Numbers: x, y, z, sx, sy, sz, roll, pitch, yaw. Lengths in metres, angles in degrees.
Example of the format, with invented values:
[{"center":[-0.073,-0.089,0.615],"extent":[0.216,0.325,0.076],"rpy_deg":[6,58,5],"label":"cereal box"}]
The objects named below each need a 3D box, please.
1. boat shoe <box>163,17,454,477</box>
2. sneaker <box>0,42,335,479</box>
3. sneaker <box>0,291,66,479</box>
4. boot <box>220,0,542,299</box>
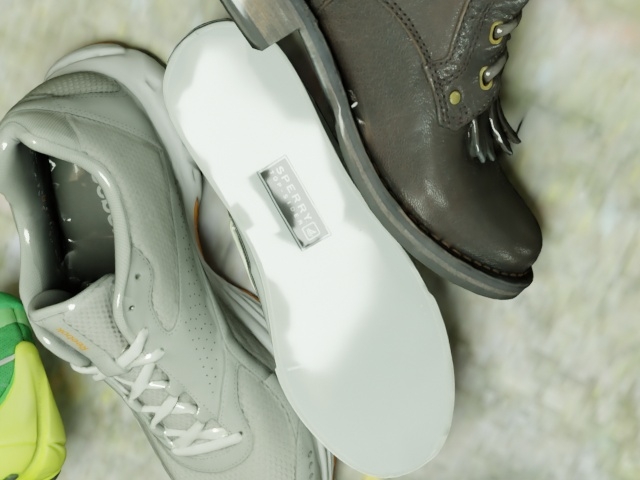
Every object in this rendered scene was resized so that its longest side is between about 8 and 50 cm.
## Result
[{"center":[0.000,0.000,0.759],"extent":[0.077,0.070,0.219],"rpy_deg":[-23,96,6],"label":"boat shoe"},{"center":[-0.084,0.046,0.775],"extent":[0.099,0.121,0.262],"rpy_deg":[-21,101,26],"label":"sneaker"},{"center":[-0.254,0.087,0.877],"extent":[0.295,0.109,0.124],"rpy_deg":[-10,77,27],"label":"sneaker"},{"center":[0.089,-0.118,0.666],"extent":[0.229,0.091,0.263],"rpy_deg":[-33,120,10],"label":"boot"}]
